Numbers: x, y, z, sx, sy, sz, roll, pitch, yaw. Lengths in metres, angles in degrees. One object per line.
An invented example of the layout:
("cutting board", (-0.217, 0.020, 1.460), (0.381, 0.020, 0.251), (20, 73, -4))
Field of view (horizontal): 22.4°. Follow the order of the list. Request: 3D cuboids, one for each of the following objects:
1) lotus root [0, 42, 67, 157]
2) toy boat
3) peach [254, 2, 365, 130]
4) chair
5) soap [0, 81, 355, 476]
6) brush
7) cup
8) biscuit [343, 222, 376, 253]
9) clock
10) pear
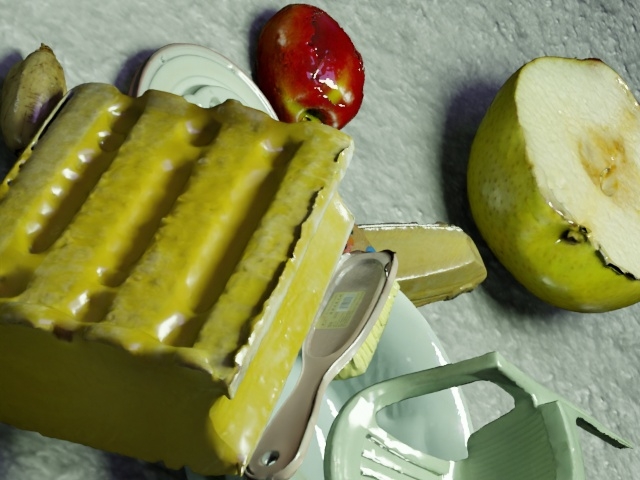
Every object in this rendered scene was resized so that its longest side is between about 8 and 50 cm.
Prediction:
("lotus root", (-0.275, -0.134, 1.550), (0.072, 0.063, 0.152), (78, 12, -54))
("toy boat", (0.039, 0.046, 1.757), (0.321, 0.121, 0.089), (-6, 59, -28))
("peach", (-0.008, -0.206, 1.890), (0.127, 0.092, 0.172), (12, 63, -43))
("chair", (0.159, 0.239, 1.521), (0.275, 0.190, 0.203), (41, 37, -39))
("soap", (-0.150, 0.021, 1.421), (0.335, 0.293, 0.156), (-67, 159, -44))
("brush", (0.011, 0.124, 1.487), (0.067, 0.072, 0.313), (61, 36, -29))
("cup", (-0.011, 0.202, 1.600), (0.347, 0.163, 0.347), (28, 50, -39))
("biscuit", (0.000, 0.000, 1.680), (0.130, 0.019, 0.119), (14, 57, -18))
("clock", (-0.112, -0.098, 1.734), (0.244, 0.056, 0.244), (27, 51, -39))
("pear", (0.315, -0.056, 2.116), (0.340, 0.191, 0.386), (49, 35, -7))
